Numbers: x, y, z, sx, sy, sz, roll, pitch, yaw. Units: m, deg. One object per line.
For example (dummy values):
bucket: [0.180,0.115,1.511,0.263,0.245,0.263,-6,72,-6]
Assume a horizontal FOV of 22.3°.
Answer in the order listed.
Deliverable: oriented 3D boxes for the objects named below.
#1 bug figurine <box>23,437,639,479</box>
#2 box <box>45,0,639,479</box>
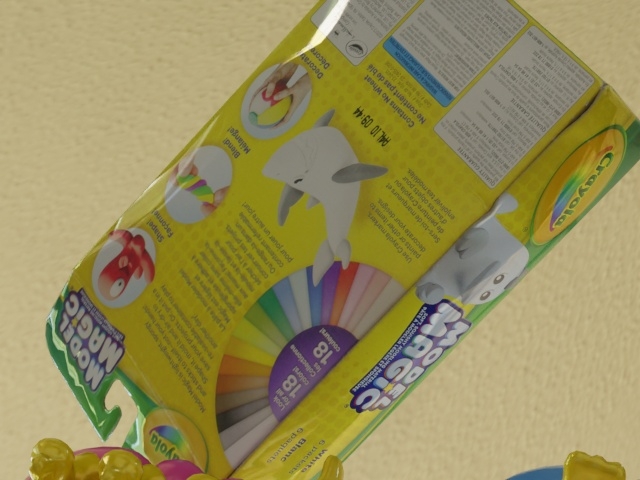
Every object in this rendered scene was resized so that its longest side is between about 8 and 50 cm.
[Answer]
bug figurine: [0.012,0.142,0.404,0.216,0.072,0.279,17,-63,6]
box: [0.000,0.000,0.482,0.179,0.043,0.105,-45,-130,7]
